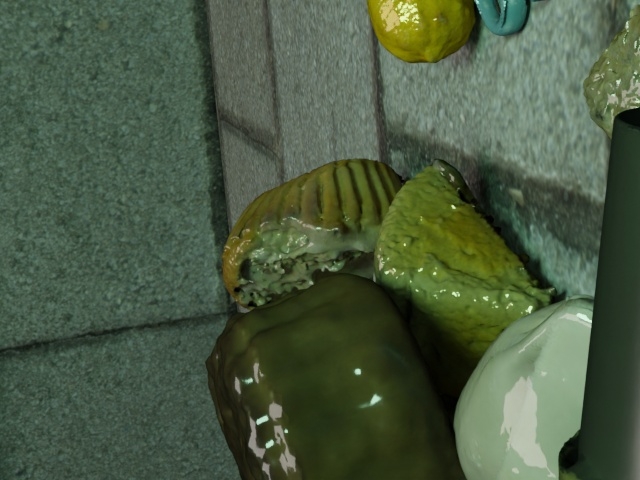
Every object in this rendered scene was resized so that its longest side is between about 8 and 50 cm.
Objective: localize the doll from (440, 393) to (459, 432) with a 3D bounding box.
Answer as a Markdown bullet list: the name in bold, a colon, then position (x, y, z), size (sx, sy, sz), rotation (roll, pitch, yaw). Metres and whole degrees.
- **doll**: position (0.174, 0.256, 1.294), size (0.221, 0.115, 0.105), rotation (53, 135, 17)

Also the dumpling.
- **dumpling**: position (0.223, 0.186, 0.984), size (0.260, 0.181, 0.341), rotation (61, 141, 19)

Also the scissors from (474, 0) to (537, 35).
- **scissors**: position (0.146, -0.366, 1.218), size (0.180, 0.032, 0.393), rotation (98, 158, -49)

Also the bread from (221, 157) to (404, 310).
- **bread**: position (0.000, 0.000, 1.558), size (0.274, 0.274, 0.149), rotation (109, 154, -62)

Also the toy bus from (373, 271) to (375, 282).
- **toy bus**: position (0.139, 0.188, 1.441), size (0.138, 0.097, 0.343), rotation (154, 107, -74)

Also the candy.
- **candy**: position (0.247, -0.122, 0.882), size (0.095, 0.085, 0.110), rotation (66, 150, 23)

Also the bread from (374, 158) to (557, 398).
- **bread**: position (0.133, 0.069, 1.269), size (0.262, 0.162, 0.204), rotation (-124, 21, -46)

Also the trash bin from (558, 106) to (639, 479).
- **trash bin**: position (0.250, 0.093, 0.709), size (0.214, 0.214, 0.334), rotation (-138, 45, -69)

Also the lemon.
- **lemon**: position (0.105, -0.258, 1.279), size (0.114, 0.114, 0.155), rotation (115, 144, -66)

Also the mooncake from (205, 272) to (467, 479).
- **mooncake**: position (0.008, 0.200, 1.190), size (0.324, 0.187, 0.324), rotation (163, 90, -77)
